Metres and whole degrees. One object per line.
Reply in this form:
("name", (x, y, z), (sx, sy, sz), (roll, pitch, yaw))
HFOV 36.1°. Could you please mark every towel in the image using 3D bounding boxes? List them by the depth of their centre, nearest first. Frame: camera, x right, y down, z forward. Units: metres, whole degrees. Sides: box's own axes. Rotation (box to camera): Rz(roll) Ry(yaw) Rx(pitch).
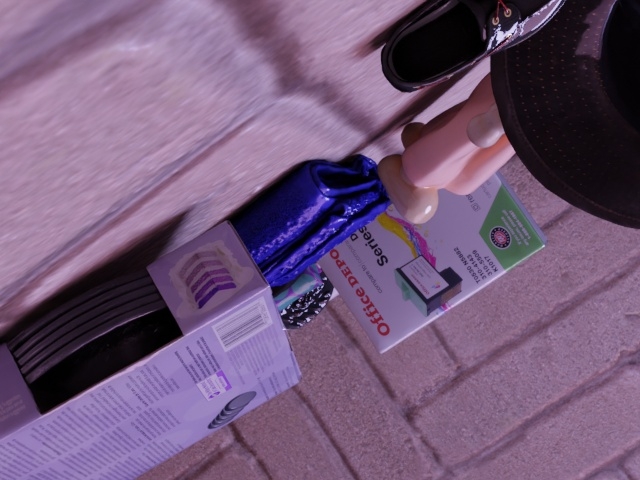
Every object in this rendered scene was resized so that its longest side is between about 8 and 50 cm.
("towel", (-0.074, 0.037, 0.932), (0.308, 0.076, 0.227), (-36, 175, 18))

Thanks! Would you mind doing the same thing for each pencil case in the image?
("pencil case", (-0.070, 0.082, 1.552), (0.151, 0.064, 0.070), (-35, 160, 7))

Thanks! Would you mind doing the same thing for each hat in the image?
("hat", (0.282, -0.149, 0.646), (0.331, 0.331, 0.134), (-39, -156, 41))

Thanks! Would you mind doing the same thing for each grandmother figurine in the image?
("grandmother figurine", (0.196, -0.145, 0.855), (0.342, 0.104, 0.208), (-37, -159, 47))

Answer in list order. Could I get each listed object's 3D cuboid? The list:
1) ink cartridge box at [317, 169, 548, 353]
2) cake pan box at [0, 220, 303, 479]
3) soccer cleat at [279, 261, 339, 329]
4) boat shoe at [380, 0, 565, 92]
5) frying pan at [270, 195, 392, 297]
("ink cartridge box", (0.147, 0.000, 1.386), (0.278, 0.201, 0.117), (-36, 175, 15))
("cake pan box", (-0.143, 0.113, 0.763), (0.245, 0.070, 0.267), (-32, 159, -8))
("soccer cleat", (0.023, 0.049, 1.802), (0.318, 0.109, 0.116), (-35, -163, -19))
("boat shoe", (0.094, -0.130, 0.570), (0.133, 0.049, 0.042), (-31, -176, 11))
("frying pan", (0.024, -0.016, 1.286), (0.197, 0.053, 0.326), (-33, 177, -21))
